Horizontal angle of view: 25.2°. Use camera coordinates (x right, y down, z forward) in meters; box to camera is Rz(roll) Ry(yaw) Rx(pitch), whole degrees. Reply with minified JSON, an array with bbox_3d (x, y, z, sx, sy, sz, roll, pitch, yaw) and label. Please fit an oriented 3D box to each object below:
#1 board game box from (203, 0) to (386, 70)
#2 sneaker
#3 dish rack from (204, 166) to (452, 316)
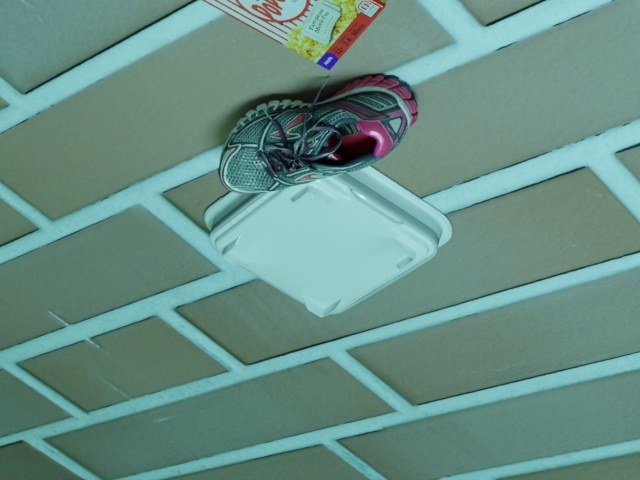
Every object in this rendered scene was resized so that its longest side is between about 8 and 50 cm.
[{"bbox_3d":[-0.033,-0.304,1.748,0.193,0.045,0.147,27,144,-14],"label":"board game box"},{"bbox_3d":[-0.020,-0.129,1.893,0.299,0.112,0.121,-21,115,33],"label":"sneaker"},{"bbox_3d":[0.000,0.000,2.130,0.285,0.072,0.333,33,141,-20],"label":"dish rack"}]
